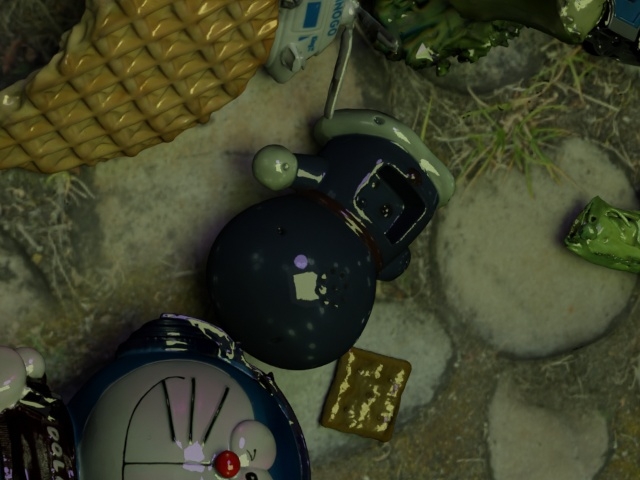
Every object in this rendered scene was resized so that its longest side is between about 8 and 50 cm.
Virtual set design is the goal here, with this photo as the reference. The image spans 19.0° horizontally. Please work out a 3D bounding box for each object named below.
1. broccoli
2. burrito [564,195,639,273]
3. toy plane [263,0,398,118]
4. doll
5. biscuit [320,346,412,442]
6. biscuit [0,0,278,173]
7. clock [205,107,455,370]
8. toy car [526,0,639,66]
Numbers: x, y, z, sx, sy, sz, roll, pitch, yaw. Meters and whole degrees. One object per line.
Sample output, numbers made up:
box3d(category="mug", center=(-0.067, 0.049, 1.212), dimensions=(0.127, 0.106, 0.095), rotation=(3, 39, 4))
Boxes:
box3d(category="broccoli", center=(0.139, -0.256, 1.674), dimensions=(0.177, 0.275, 0.199), rotation=(-28, 100, -22))
box3d(category="burrito", center=(0.370, -0.008, 1.971), dimensions=(0.288, 0.054, 0.104), rotation=(8, 93, -31))
box3d(category="toy plane", center=(0.003, -0.239, 1.631), dimensions=(0.107, 0.273, 0.182), rotation=(-8, 65, -25))
box3d(category="doll", center=(-0.159, 0.204, 1.600), dimensions=(0.309, 0.240, 0.284), rotation=(-3, 75, -15))
box3d(category="biscuit", center=(0.044, 0.146, 1.827), dimensions=(0.081, 0.018, 0.083), rotation=(19, 88, -30))
box3d(category="biscuit", center=(-0.144, -0.137, 1.552), dimensions=(0.204, 0.309, 0.040), rotation=(10, 51, -48))
box3d(category="clock", center=(0.000, 0.000, 1.711), dimensions=(0.243, 0.146, 0.199), rotation=(-52, 121, -22))
box3d(category="toy car", center=(0.271, -0.235, 1.853), dimensions=(0.191, 0.097, 0.100), rotation=(22, 85, -31))
